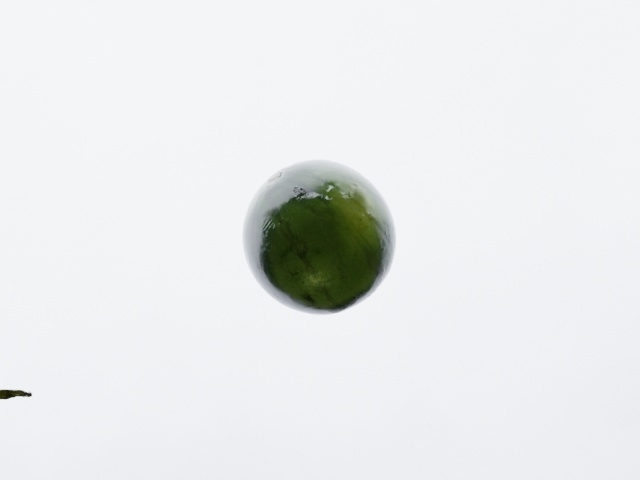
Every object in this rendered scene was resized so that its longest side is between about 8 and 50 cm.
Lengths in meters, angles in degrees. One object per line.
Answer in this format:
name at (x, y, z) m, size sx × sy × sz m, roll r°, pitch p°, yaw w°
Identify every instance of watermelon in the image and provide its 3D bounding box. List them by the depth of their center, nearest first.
watermelon at (-0.002, -0.004, 1.307) m, size 0.242 × 0.242 × 0.242 m, roll -5°, pitch -63°, yaw -11°

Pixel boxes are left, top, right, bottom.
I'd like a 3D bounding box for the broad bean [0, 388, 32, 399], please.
broad bean at (-0.394, 0.201, 0.863) m, size 0.067 × 0.075 × 0.325 m, roll 0°, pitch -34°, yaw -43°
